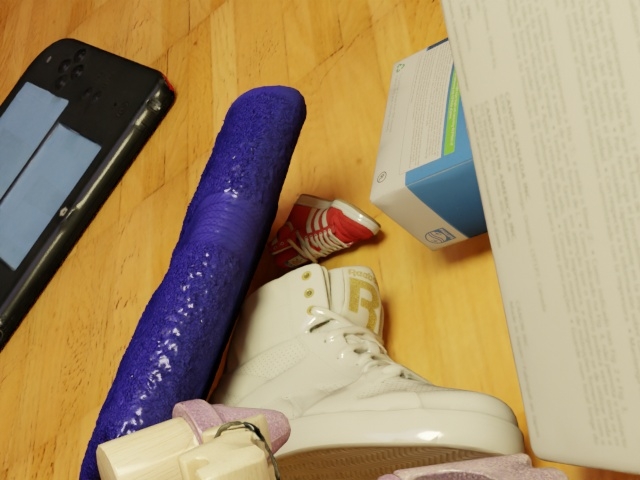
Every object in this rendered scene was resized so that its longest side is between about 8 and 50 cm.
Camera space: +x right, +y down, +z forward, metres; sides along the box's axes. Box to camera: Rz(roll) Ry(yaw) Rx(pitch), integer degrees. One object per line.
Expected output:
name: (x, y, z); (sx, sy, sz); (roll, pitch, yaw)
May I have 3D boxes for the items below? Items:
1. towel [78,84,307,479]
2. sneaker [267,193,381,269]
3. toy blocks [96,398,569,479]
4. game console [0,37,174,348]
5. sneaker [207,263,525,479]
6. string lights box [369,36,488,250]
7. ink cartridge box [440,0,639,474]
towel: (-0.102, 0.049, 0.911); (0.227, 0.076, 0.308); (110, 180, -60)
sneaker: (0.000, 0.000, 0.966); (0.067, 0.042, 0.118); (-56, 26, -12)
toy blocks: (0.078, 0.183, 0.530); (0.260, 0.308, 0.288); (-16, 15, -23)
game console: (-0.360, -0.068, 1.441); (0.386, 0.060, 0.342); (-56, 34, -5)
sneaker: (0.022, 0.084, 0.807); (0.293, 0.108, 0.169); (-12, 54, 46)
string lights box: (0.160, -0.098, 0.781); (0.260, 0.077, 0.133); (-21, 45, 39)
ink cartridge box: (0.192, -0.052, 0.499); (0.385, 0.091, 0.308); (166, 94, -67)
